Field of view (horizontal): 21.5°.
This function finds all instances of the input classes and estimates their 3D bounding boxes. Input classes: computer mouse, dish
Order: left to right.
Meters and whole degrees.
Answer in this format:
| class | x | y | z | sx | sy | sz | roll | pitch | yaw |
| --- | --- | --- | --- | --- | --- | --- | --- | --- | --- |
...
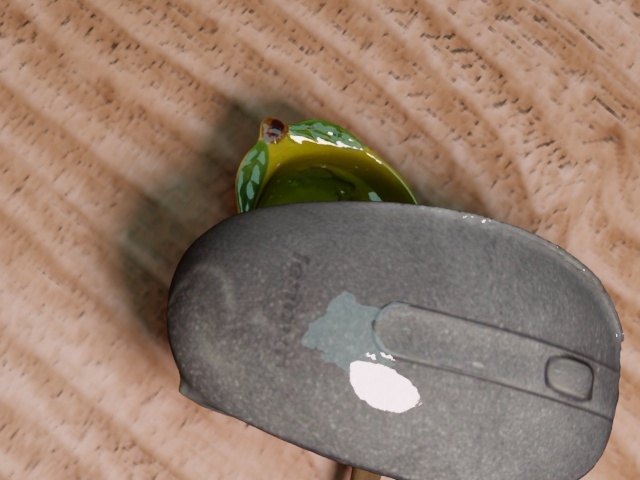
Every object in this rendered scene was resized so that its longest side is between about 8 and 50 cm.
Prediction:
| class | x | y | z | sx | sy | sz | roll | pitch | yaw |
| --- | --- | --- | --- | --- | --- | --- | --- | --- | --- |
| dish | 0.000 | 0.000 | 1.327 | 0.149 | 0.080 | 0.207 | -29 | 92 | -19 |
| computer mouse | 0.073 | 0.081 | 1.238 | 0.374 | 0.114 | 0.203 | 11 | 77 | -17 |

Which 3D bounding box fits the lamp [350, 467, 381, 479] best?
| class | x | y | z | sx | sy | sz | roll | pitch | yaw |
| --- | --- | --- | --- | --- | --- | --- | --- | --- | --- |
| lamp | 0.022 | 0.250 | 1.278 | 0.121 | 0.121 | 0.214 | 20 | 68 | -12 |
